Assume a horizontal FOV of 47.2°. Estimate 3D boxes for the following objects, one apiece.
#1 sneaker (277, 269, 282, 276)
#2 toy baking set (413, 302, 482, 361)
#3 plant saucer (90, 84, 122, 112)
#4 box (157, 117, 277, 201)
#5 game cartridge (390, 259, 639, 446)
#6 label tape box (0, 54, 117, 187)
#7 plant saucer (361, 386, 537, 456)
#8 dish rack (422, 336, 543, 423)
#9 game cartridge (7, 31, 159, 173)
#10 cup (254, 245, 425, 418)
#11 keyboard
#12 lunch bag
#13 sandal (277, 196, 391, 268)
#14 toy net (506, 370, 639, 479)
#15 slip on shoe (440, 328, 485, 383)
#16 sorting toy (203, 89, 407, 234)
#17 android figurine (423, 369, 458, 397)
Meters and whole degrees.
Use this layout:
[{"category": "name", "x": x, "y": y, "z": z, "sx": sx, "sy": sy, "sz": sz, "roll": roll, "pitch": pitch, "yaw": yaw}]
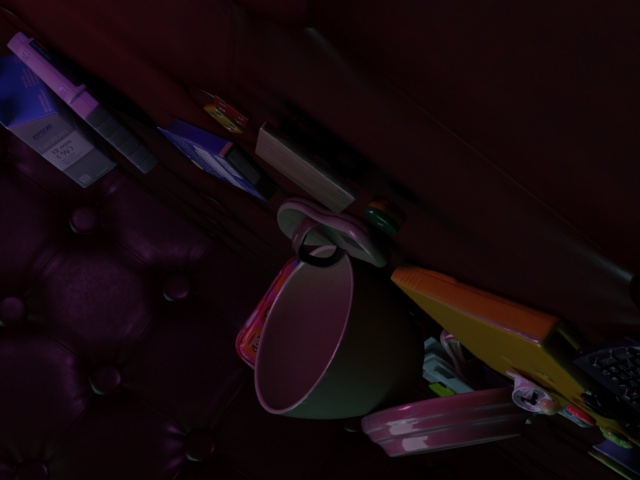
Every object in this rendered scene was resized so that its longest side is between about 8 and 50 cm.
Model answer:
[{"category": "sneaker", "x": -0.037, "y": 0.162, "z": 2.091, "sx": 0.123, "sy": 0.106, "sz": 0.290, "roll": 40, "pitch": 172, "yaw": -36}, {"category": "toy baking set", "x": 0.280, "y": 0.202, "z": 1.359, "sx": 0.256, "sy": 0.030, "sz": 0.197, "roll": 39, "pitch": 171, "yaw": -14}, {"category": "plant saucer", "x": -0.450, "y": -0.304, "z": 1.552, "sx": 0.083, "sy": 0.015, "sz": 0.083, "roll": 36, "pitch": 171, "yaw": 7}, {"category": "box", "x": -0.187, "y": -0.148, "z": 1.298, "sx": 0.225, "sy": 0.036, "sz": 0.136, "roll": 26, "pitch": 166, "yaw": 43}, {"category": "game cartridge", "x": 0.284, "y": 0.152, "z": 1.064, "sx": 0.285, "sy": 0.052, "sz": 0.324, "roll": 42, "pitch": 172, "yaw": -30}, {"category": "label tape box", "x": -0.657, "y": -0.314, "z": 1.733, "sx": 0.249, "sy": 0.115, "sz": 0.347, "roll": 57, "pitch": -179, "yaw": 33}, {"category": "plant saucer", "x": 0.245, "y": 0.347, "z": 1.380, "sx": 0.332, "sy": 0.084, "sz": 0.332, "roll": -8, "pitch": 162, "yaw": -3}, {"category": "dish rack", "x": 0.343, "y": 0.329, "z": 1.658, "sx": 0.286, "sy": 0.072, "sz": 0.333, "roll": 36, "pitch": 170, "yaw": 9}, {"category": "game cartridge", "x": -0.507, "y": -0.300, "z": 1.563, "sx": 0.355, "sy": 0.068, "sz": 0.230, "roll": 40, "pitch": 170, "yaw": 32}, {"category": "cup", "x": 0.058, "y": 0.205, "z": 1.405, "sx": 0.237, "sy": 0.331, "sz": 0.331, "roll": 26, "pitch": 176, "yaw": -24}, {"category": "keyboard", "x": 0.417, "y": 0.219, "z": 0.819, "sx": 0.317, "sy": 0.033, "sz": 0.201, "roll": 37, "pitch": 158, "yaw": -1}, {"category": "lunch bag", "x": -0.031, "y": 0.207, "z": 1.718, "sx": 0.258, "sy": 0.293, "sz": 0.120, "roll": 33, "pitch": 172, "yaw": -4}, {"category": "sandal", "x": 0.000, "y": -0.001, "z": 1.195, "sx": 0.120, "sy": 0.086, "sz": 0.303, "roll": 41, "pitch": 170, "yaw": -25}, {"category": "toy net", "x": 0.329, "y": 0.242, "z": 0.996, "sx": 0.122, "sy": 0.045, "sz": 0.232, "roll": 34, "pitch": 177, "yaw": -40}, {"category": "slip on shoe", "x": 0.260, "y": 0.204, "z": 1.288, "sx": 0.041, "sy": 0.051, "sz": 0.135, "roll": -1, "pitch": 130, "yaw": 49}, {"category": "sorting toy", "x": -0.017, "y": -0.101, "z": 0.876, "sx": 0.275, "sy": 0.046, "sz": 0.132, "roll": 36, "pitch": 171, "yaw": -3}, {"category": "android figurine", "x": 0.387, "y": 0.424, "z": 2.004, "sx": 0.248, "sy": 0.056, "sz": 0.273, "roll": 34, "pitch": 170, "yaw": 10}]
